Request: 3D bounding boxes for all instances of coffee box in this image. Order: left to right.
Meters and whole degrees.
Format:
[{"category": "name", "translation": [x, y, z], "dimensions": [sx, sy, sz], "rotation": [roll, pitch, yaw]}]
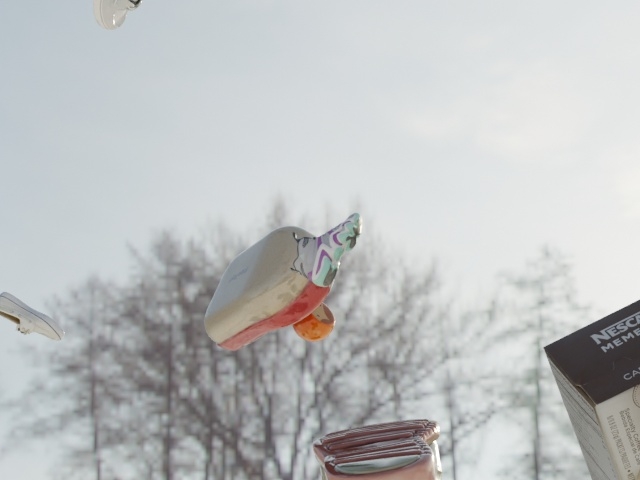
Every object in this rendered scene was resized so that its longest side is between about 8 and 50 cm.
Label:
[{"category": "coffee box", "translation": [0.295, 0.171, 1.146], "dimensions": [0.141, 0.098, 0.247], "rotation": [-26, -61, -5]}]

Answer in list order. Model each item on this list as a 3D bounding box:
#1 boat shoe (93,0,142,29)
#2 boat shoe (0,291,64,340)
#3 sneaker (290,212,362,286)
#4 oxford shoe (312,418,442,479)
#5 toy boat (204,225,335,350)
[{"category": "boat shoe", "translation": [-0.304, -0.387, 2.172], "dimensions": [0.063, 0.066, 0.184], "rotation": [32, -42, 11]}, {"category": "boat shoe", "translation": [-0.378, 0.106, 1.813], "dimensions": [0.100, 0.035, 0.035], "rotation": [33, -32, 1]}, {"category": "sneaker", "translation": [0.000, 0.000, 1.617], "dimensions": [0.069, 0.098, 0.038], "rotation": [24, -23, 25]}, {"category": "oxford shoe", "translation": [0.067, 0.278, 1.506], "dimensions": [0.140, 0.147, 0.397], "rotation": [-10, 1, 6]}, {"category": "toy boat", "translation": [-0.045, 0.083, 1.899], "dimensions": [0.151, 0.151, 0.231], "rotation": [32, -30, -16]}]
